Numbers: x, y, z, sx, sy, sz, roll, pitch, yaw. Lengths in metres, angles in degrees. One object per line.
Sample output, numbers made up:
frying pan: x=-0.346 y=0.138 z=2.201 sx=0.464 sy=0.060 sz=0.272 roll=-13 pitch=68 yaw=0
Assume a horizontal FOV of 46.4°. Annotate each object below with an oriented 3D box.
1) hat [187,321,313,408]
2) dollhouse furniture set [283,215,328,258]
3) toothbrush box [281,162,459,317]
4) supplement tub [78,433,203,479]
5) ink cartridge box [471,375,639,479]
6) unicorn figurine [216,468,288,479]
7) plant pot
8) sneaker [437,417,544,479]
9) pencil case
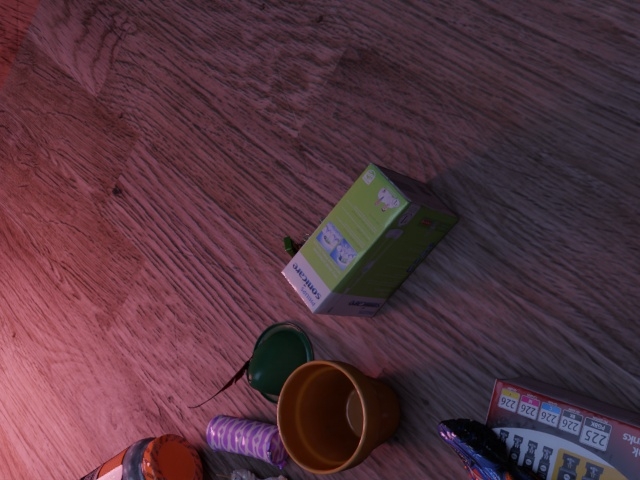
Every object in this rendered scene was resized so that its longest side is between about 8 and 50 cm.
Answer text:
hat: x=-0.140 y=0.275 z=1.592 sx=0.173 sy=0.184 sz=0.208 roll=11 pitch=90 yaw=37
dollhouse furniture set: x=0.000 y=0.000 z=1.634 sx=0.152 sy=0.058 sz=0.076 roll=-19 pitch=63 yaw=13
toothbrush box: x=0.098 y=0.010 z=1.445 sx=0.283 sy=0.206 sz=0.122 roll=-52 pitch=57 yaw=19
supplement tub: x=-0.434 y=0.588 z=1.755 sx=0.316 sy=0.194 sz=0.193 roll=-36 pitch=63 yaw=28
ink cartridge box: x=0.415 y=0.395 z=1.198 sx=0.310 sy=0.130 sz=0.271 roll=14 pitch=93 yaw=37
unicorn figurine: x=-0.132 y=0.547 z=1.627 sx=0.162 sy=0.060 sz=0.111 roll=-16 pitch=76 yaw=13
plant pot: x=0.054 y=0.333 z=1.437 sx=0.205 sy=0.188 sz=0.205 roll=-7 pitch=79 yaw=36
sneaker: x=0.263 y=0.370 z=1.185 sx=0.221 sy=0.083 sz=0.087 roll=44 pitch=119 yaw=36
pencil case: x=-0.157 y=0.440 z=1.646 sx=0.206 sy=0.086 sz=0.088 roll=3 pitch=108 yaw=38
